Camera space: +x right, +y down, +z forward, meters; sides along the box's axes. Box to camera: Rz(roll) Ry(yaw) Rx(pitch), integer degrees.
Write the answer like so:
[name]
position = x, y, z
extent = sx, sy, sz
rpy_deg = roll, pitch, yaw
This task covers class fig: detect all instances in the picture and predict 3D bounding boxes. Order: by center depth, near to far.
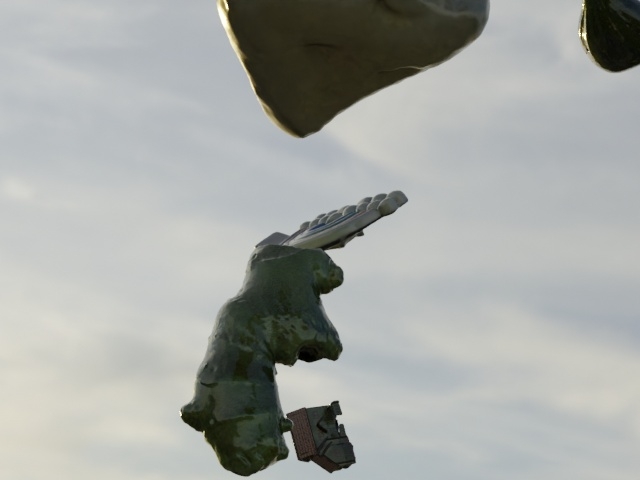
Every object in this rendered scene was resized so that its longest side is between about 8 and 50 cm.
[fig]
position = 0.424, -0.319, 2.535
extent = 0.117, 0.117, 0.177
rpy_deg = -4, -29, 35

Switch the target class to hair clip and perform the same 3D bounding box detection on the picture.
[hair clip]
position = 0.000, 0.000, 2.079
extent = 0.140, 0.054, 0.220
rpy_deg = -30, 7, -35

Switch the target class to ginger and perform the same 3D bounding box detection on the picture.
[ginger]
position = -0.055, 0.119, 1.843
extent = 0.137, 0.290, 0.089
rpy_deg = 32, -38, -4

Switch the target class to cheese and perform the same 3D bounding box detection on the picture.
[cheese]
position = 0.017, -0.245, 1.629
extent = 0.251, 0.173, 0.248
rpy_deg = -15, -43, 25

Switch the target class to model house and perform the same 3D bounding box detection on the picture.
[model house]
position = -0.001, 0.231, 1.996
extent = 0.058, 0.083, 0.057
rpy_deg = -4, -25, -23
